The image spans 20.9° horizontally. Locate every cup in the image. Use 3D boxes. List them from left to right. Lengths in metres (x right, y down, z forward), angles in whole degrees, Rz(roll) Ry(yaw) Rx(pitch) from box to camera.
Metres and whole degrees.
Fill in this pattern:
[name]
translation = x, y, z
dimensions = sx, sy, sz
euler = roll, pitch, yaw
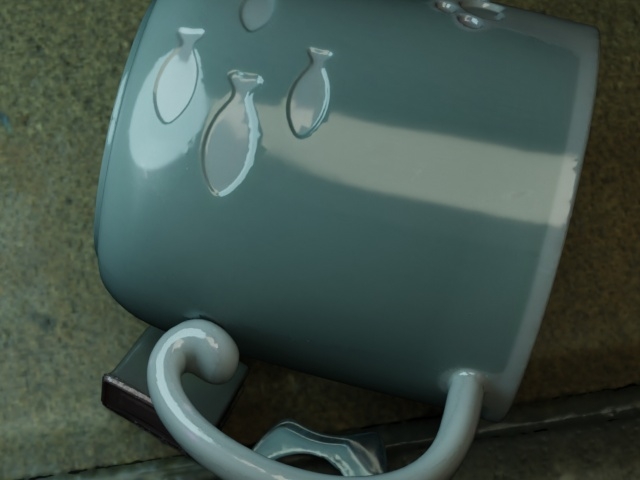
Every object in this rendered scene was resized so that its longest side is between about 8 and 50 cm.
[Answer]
[cup]
translation = 0.000, 0.000, 1.072
dimensions = 0.274, 0.259, 0.356
euler = 14, 56, 3

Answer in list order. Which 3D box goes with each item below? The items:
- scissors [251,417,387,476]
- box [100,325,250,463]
[scissors]
translation = -0.074, 0.266, 1.109
dimensions = 0.360, 0.029, 0.191
euler = -34, 80, -15
[box]
translation = -0.095, 0.097, 1.148
dimensions = 0.085, 0.060, 0.063
euler = 29, 67, 5
